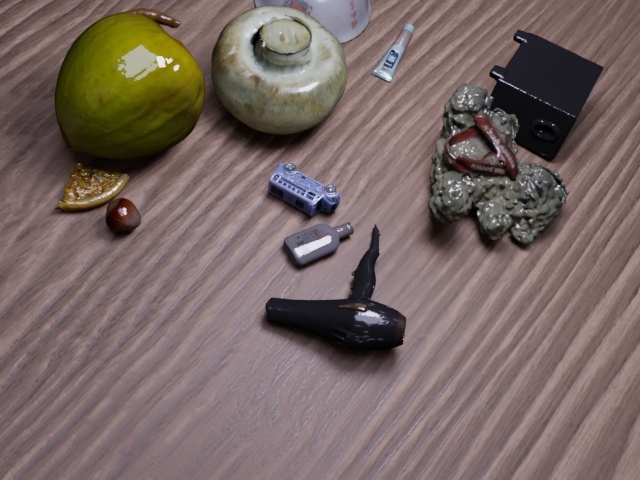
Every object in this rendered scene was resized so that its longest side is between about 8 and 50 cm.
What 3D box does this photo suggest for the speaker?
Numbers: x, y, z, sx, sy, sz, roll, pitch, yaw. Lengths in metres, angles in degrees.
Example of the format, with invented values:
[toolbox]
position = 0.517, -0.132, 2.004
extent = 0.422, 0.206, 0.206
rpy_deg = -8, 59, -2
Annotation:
[speaker]
position = 0.569, -0.386, 2.149
extent = 0.254, 0.184, 0.232
rpy_deg = 29, 57, 10

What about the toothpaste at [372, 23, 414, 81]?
[toothpaste]
position = 0.208, -0.520, 2.246
extent = 0.056, 0.036, 0.205
rpy_deg = 26, 61, 6

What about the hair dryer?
[hair dryer]
position = 0.060, 0.089, 1.828
extent = 0.303, 0.120, 0.359
rpy_deg = 9, 46, 11

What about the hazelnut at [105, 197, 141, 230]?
[hazelnut]
position = -0.438, -0.054, 1.806
extent = 0.086, 0.086, 0.086
rpy_deg = 5, 58, -8

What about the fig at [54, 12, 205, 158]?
[fig]
position = -0.439, -0.334, 1.834
extent = 0.343, 0.343, 0.343
rpy_deg = 5, 58, -8

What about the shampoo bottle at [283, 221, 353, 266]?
[shampoo bottle]
position = 0.000, 0.000, 1.880
extent = 0.165, 0.040, 0.080
rpy_deg = -23, 65, -24

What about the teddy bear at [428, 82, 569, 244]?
[teddy bear]
position = 0.444, -0.160, 1.975
extent = 0.367, 0.224, 0.357
rpy_deg = 14, 71, -5

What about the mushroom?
[mushroom]
position = -0.100, -0.423, 1.990
extent = 0.352, 0.260, 0.352
rpy_deg = 2, 60, -4

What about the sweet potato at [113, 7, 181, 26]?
[sweet potato]
position = -0.459, -0.592, 2.150
extent = 0.179, 0.044, 0.044
rpy_deg = 0, 59, -11

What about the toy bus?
[toy bus]
position = -0.039, -0.112, 1.923
extent = 0.167, 0.073, 0.076
rpy_deg = 29, 61, 11

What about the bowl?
[bowl]
position = -0.008, -0.716, 2.249
extent = 0.345, 0.157, 0.345
rpy_deg = 6, 58, -9

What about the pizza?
[pizza]
position = -0.527, -0.132, 1.853
extent = 0.178, 0.041, 0.131
rpy_deg = -15, 62, -20
